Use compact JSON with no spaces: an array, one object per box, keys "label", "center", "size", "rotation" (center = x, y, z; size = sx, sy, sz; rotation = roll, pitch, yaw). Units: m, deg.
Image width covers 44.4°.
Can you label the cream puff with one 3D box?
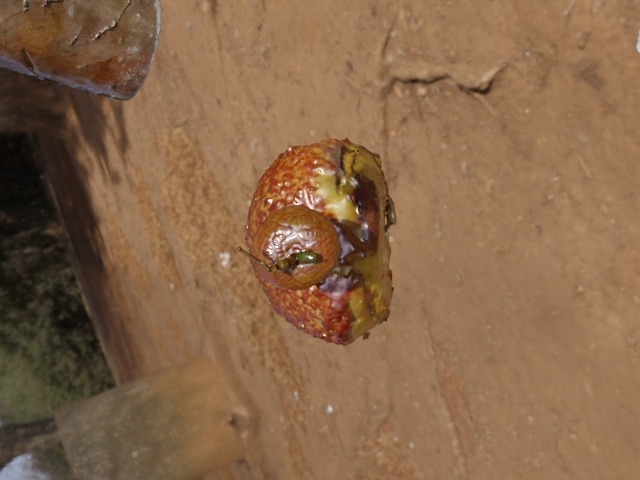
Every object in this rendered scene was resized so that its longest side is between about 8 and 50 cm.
[{"label":"cream puff","center":[-0.001,-0.004,1.228],"size":[0.350,0.229,0.350],"rotation":[-2,-90,-82]}]

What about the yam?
[{"label":"yam","center":[-0.166,-0.132,0.435],"size":[0.079,0.141,0.079],"rotation":[-21,63,51]}]

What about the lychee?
[{"label":"lychee","center":[-0.036,0.014,0.933],"size":[0.140,0.114,0.101],"rotation":[-77,3,-49]}]

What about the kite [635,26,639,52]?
[{"label":"kite","center":[0.225,-0.087,0.273],"size":[0.016,0.229,0.127],"rotation":[-125,54,-84]}]
